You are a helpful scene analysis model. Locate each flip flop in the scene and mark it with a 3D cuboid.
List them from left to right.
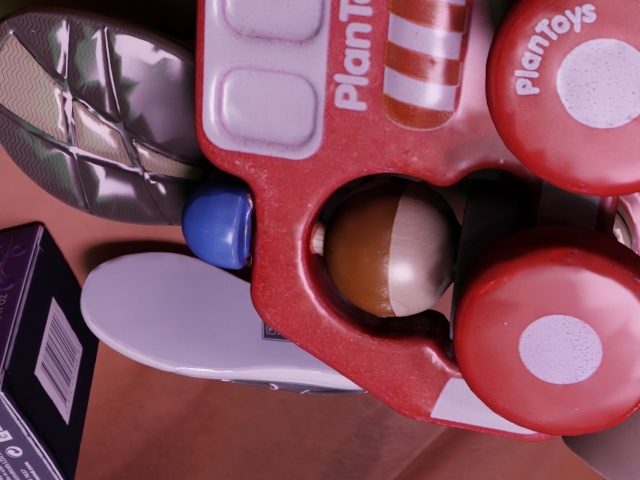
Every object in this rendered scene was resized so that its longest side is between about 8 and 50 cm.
[{"bbox_3d":[-0.060,-0.070,0.672,0.277,0.080,0.112,7,119,-27],"label":"flip flop"}]

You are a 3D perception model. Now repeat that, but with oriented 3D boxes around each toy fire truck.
[{"bbox_3d":[0.056,-0.049,0.582,0.253,0.169,0.302,11,117,12],"label":"toy fire truck"}]

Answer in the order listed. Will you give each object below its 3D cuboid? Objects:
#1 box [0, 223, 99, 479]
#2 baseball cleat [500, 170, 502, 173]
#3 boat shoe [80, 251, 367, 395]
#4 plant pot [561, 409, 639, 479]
[{"bbox_3d":[-0.263,0.095,0.753,0.207,0.153,0.108,-13,130,8],"label":"box"},{"bbox_3d":[0.141,0.001,0.751,0.109,0.072,0.206,32,118,-12],"label":"baseball cleat"},{"bbox_3d":[-0.050,0.065,0.792,0.228,0.080,0.076,7,155,-13],"label":"boat shoe"},{"bbox_3d":[0.313,0.079,0.711,0.284,0.284,0.191,15,97,-14],"label":"plant pot"}]
